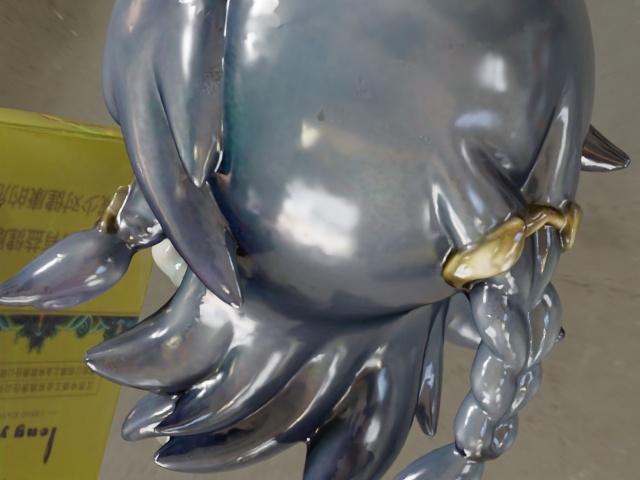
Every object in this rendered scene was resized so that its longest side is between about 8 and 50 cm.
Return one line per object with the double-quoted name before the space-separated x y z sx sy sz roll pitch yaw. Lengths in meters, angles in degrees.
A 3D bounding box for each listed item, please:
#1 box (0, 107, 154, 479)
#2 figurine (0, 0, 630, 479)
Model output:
"box" -0.166 0.071 0.886 0.041 0.153 0.279 22 100 34
"figurine" 0.007 -0.014 0.613 0.197 0.175 0.265 5 128 22
